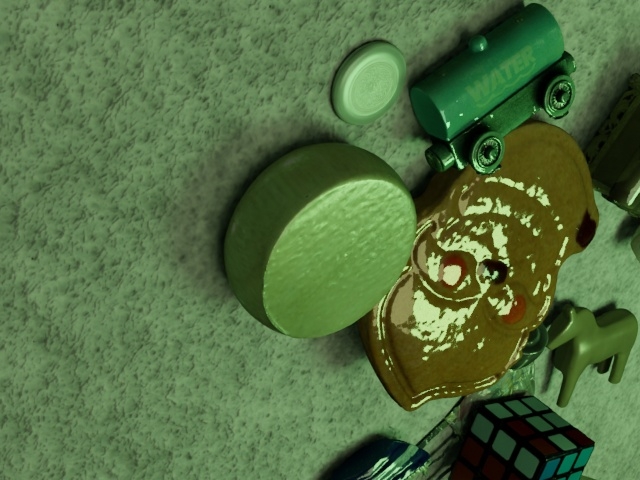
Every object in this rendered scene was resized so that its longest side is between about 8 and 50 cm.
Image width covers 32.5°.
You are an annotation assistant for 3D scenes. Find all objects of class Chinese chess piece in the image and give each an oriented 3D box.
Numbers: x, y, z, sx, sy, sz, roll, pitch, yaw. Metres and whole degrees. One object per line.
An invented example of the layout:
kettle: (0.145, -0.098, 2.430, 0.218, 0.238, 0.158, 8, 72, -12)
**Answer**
Chinese chess piece: (0.000, 0.000, 1.347, 0.250, 0.101, 0.250, -24, 134, -27)

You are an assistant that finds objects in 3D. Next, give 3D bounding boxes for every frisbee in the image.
frisbee: (0.060, -0.188, 1.323, 0.110, 0.014, 0.110, -24, 134, -27)

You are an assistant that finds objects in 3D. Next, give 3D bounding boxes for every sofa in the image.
sofa: (0.541, -0.108, 1.688, 0.258, 0.182, 0.200, 19, 108, -48)

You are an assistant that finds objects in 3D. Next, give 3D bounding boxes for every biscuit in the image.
biscuit: (0.225, 0.037, 1.555, 0.350, 0.078, 0.455, 33, 88, -37)

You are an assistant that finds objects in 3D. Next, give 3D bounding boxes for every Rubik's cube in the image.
Rubik's cube: (0.344, 0.379, 1.888, 0.162, 0.163, 0.160, -2, 119, -43)

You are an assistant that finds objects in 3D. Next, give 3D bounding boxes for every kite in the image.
kite: (0.246, 0.327, 1.889, 0.360, 0.022, 0.204, -43, 140, -14)

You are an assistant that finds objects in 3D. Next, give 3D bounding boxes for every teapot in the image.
teapot: (0.324, 0.167, 1.784, 0.124, 0.092, 0.090, -12, 145, -28)

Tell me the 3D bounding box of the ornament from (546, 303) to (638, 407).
ornament: (0.473, 0.186, 1.951, 0.230, 0.061, 0.244, -19, 132, -29)

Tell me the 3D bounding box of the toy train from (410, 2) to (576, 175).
toy train: (0.223, -0.196, 1.410, 0.248, 0.101, 0.159, -38, 125, -15)

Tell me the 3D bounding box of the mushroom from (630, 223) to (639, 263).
mushroom: (0.612, -0.032, 1.879, 0.212, 0.097, 0.088, -40, 148, -20)

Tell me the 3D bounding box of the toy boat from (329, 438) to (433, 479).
toy boat: (0.124, 0.436, 1.772, 0.292, 0.070, 0.210, 38, 88, -30)

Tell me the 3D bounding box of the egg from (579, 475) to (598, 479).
egg: (0.459, 0.575, 2.041, 0.283, 0.345, 0.283, -1, 90, -67)
